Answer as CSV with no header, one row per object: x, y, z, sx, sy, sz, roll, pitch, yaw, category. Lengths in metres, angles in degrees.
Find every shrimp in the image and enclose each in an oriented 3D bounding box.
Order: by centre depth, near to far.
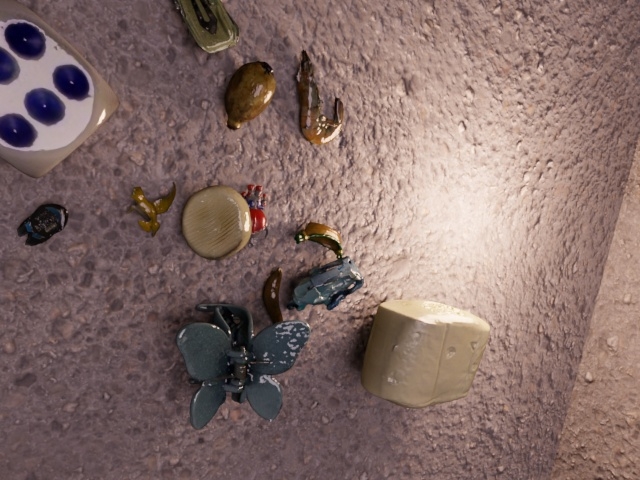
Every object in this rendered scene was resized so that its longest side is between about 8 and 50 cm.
0.002,-0.457,1.589,0.169,0.058,0.296,-17,111,-33,shrimp

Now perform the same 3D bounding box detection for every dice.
-0.656,-0.327,1.096,0.277,0.304,0.304,-49,118,-14,dice

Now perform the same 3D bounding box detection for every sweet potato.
-0.155,0.205,1.622,0.069,0.059,0.250,-16,112,-39,sweet potato

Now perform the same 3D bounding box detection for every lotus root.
-0.209,-0.415,1.429,0.138,0.138,0.214,25,95,-30,lotus root

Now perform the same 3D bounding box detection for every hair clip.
-0.338,-0.659,1.340,0.138,0.091,0.322,-26,99,-14,hair clip
-0.266,0.357,1.481,0.391,0.238,0.319,2,99,-29,hair clip

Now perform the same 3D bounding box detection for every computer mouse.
-0.706,-0.042,1.271,0.135,0.047,0.079,-39,104,-5,computer mouse

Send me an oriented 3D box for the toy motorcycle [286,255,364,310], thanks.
0.015,0.149,1.636,0.260,0.206,0.154,-21,72,-24,toy motorcycle

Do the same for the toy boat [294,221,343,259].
0.000,0.000,1.641,0.229,0.088,0.088,24,64,-42,toy boat

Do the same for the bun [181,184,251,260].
-0.300,-0.055,1.459,0.222,0.127,0.223,0,105,1,bun

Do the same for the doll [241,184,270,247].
-0.210,-0.075,1.536,0.104,0.062,0.195,3,91,-41,doll

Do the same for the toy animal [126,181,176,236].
-0.481,-0.078,1.376,0.095,0.155,0.219,27,41,-7,toy animal

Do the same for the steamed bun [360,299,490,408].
0.362,0.402,1.817,0.455,0.290,0.372,11,99,-28,steamed bun
